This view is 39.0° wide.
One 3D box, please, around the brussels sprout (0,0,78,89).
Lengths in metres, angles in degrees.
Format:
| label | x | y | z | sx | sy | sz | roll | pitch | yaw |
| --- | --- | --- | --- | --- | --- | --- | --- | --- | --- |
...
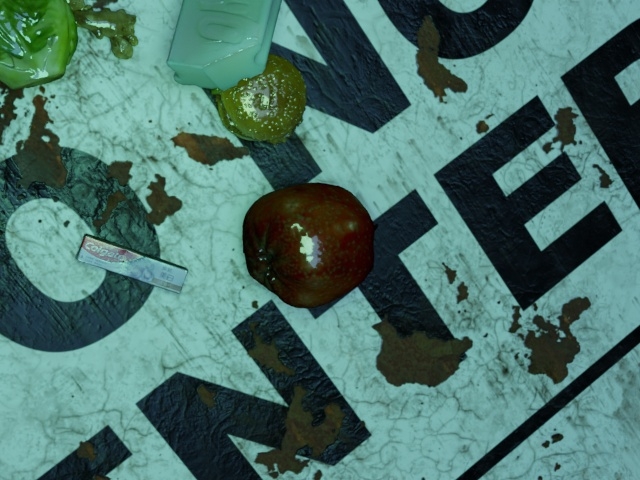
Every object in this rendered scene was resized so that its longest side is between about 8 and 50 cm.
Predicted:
| label | x | y | z | sx | sy | sz | roll | pitch | yaw |
| --- | --- | --- | --- | --- | --- | --- | --- | --- | --- |
| brussels sprout | -0.551 | -0.389 | 1.658 | 0.223 | 0.161 | 0.223 | -4 | 103 | -19 |

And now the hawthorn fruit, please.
| label | x | y | z | sx | sy | sz | roll | pitch | yaw |
| --- | --- | --- | --- | --- | --- | --- | --- | --- | --- |
| hawthorn fruit | 0.000 | 0.000 | 1.829 | 0.300 | 0.254 | 0.254 | -18 | 101 | -41 |

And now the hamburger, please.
| label | x | y | z | sx | sy | sz | roll | pitch | yaw |
| --- | --- | --- | --- | --- | --- | --- | --- | --- | --- |
| hamburger | -0.115 | -0.280 | 1.814 | 0.182 | 0.118 | 0.191 | -25 | 106 | -9 |

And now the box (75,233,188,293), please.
| label | x | y | z | sx | sy | sz | roll | pitch | yaw |
| --- | --- | --- | --- | --- | --- | --- | --- | --- | --- |
| box | -0.376 | 0.047 | 1.812 | 0.218 | 0.039 | 0.055 | 21 | 91 | -16 |

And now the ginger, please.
| label | x | y | z | sx | sy | sz | roll | pitch | yaw |
| --- | --- | --- | --- | --- | --- | --- | --- | --- | --- |
| ginger | -0.443 | -0.446 | 1.742 | 0.176 | 0.052 | 0.193 | -3 | 93 | -13 |

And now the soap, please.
| label | x | y | z | sx | sy | sz | roll | pitch | yaw |
| --- | --- | --- | --- | --- | --- | --- | --- | --- | --- |
| soap | -0.174 | -0.437 | 1.729 | 0.173 | 0.095 | 0.289 | 10 | 75 | 9 |
